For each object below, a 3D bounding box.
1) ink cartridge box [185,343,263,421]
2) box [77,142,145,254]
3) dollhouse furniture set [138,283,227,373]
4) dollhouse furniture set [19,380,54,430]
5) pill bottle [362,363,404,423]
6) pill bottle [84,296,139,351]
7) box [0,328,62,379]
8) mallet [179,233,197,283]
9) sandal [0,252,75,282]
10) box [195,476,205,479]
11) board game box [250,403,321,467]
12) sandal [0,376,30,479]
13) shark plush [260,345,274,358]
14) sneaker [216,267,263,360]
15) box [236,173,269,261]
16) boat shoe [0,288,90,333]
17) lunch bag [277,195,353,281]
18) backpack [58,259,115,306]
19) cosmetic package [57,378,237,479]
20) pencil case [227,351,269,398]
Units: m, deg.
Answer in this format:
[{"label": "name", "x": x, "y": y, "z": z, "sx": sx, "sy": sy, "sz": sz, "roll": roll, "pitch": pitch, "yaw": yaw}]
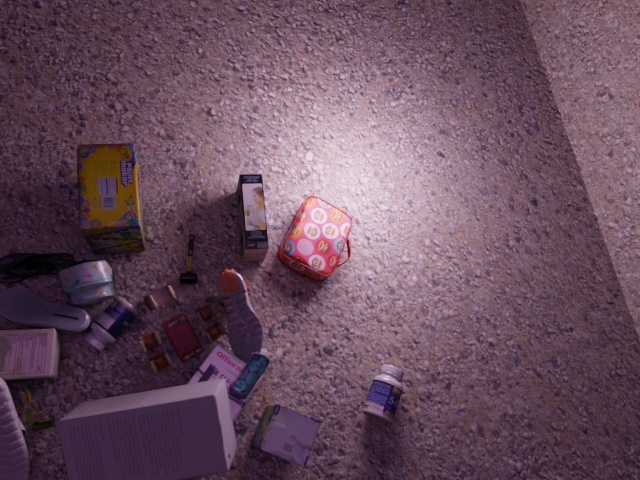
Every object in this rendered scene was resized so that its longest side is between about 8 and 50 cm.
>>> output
[{"label": "ink cartridge box", "x": -0.346, "y": 0.508, "z": 1.703, "sx": 0.197, "sy": 0.114, "sz": 0.272, "roll": 36, "pitch": 65, "yaw": -2}, {"label": "box", "x": -0.696, "y": -0.132, "z": 1.733, "sx": 0.177, "sy": 0.279, "sz": 0.289, "roll": -5, "pitch": 74, "yaw": -17}, {"label": "dollhouse furniture set", "x": -0.493, "y": 0.282, "z": 1.754, "sx": 0.262, "sy": 0.135, "sz": 0.259, "roll": -27, "pitch": 92, "yaw": -22}, {"label": "dollhouse furniture set", "x": -0.857, "y": 0.499, "z": 1.565, "sx": 0.059, "sy": 0.076, "sz": 0.151, "roll": -11, "pitch": 104, "yaw": -16}, {"label": "pill bottle", "x": 0.232, "y": 0.547, "z": 1.853, "sx": 0.112, "sy": 0.112, "sz": 0.186, "roll": 26, "pitch": 68, "yaw": -6}, {"label": "pill bottle", "x": -0.688, "y": 0.277, "z": 1.697, "sx": 0.094, "sy": 0.094, "sz": 0.169, "roll": 38, "pitch": 67, "yaw": -1}, {"label": "box", "x": -0.933, "y": 0.355, "z": 1.584, "sx": 0.233, "sy": 0.127, "sz": 0.148, "roll": 1, "pitch": 71, "yaw": -16}, {"label": "mallet", "x": -0.462, "y": 0.068, "z": 1.866, "sx": 0.062, "sy": 0.039, "sz": 0.189, "roll": 11, "pitch": 65, "yaw": -12}, {"label": "sandal", "x": -0.955, "y": 0.078, "z": 1.711, "sx": 0.255, "sy": 0.054, "sz": 0.097, "roll": -9, "pitch": 75, "yaw": -18}, {"label": "box", "x": -0.326, "y": 0.903, "z": 1.602, "sx": 0.063, "sy": 0.067, "sz": 0.324, "roll": -23, "pitch": 78, "yaw": -22}, {"label": "board game box", "x": -0.117, "y": 0.615, "z": 1.643, "sx": 0.144, "sy": 0.275, "sz": 0.142, "roll": 25, "pitch": 67, "yaw": -6}, {"label": "sandal", "x": -0.939, "y": 0.587, "z": 1.507, "sx": 0.170, "sy": 0.102, "sz": 0.416, "roll": -2, "pitch": 94, "yaw": -17}, {"label": "shark plush", "x": -0.240, "y": 0.370, "z": 1.831, "sx": 0.161, "sy": 0.073, "sz": 0.067, "roll": 35, "pitch": 44, "yaw": 20}, {"label": "sneaker", "x": -0.269, "y": 0.246, "z": 1.791, "sx": 0.125, "sy": 0.180, "sz": 0.321, "roll": -12, "pitch": 93, "yaw": -4}, {"label": "box", "x": -0.253, "y": -0.082, "z": 1.902, "sx": 0.087, "sy": 0.169, "sz": 0.289, "roll": -2, "pitch": 74, "yaw": -14}, {"label": "boat shoe", "x": -0.889, "y": 0.242, "z": 1.650, "sx": 0.303, "sy": 0.094, "sz": 0.109, "roll": 18, "pitch": 54, "yaw": -3}, {"label": "lunch bag", "x": 0.000, "y": 0.000, "z": 1.969, "sx": 0.258, "sy": 0.120, "sz": 0.293, "roll": 28, "pitch": 66, "yaw": -6}, {"label": "backpack", "x": -0.755, "y": 0.135, "z": 1.675, "sx": 0.166, "sy": 0.188, "sz": 0.144, "roll": -13, "pitch": 76, "yaw": -20}, {"label": "cosmetic package", "x": -0.495, "y": 0.570, "z": 1.516, "sx": 0.454, "sy": 0.161, "sz": 0.230, "roll": -9, "pitch": 93, "yaw": 1}, {"label": "pencil case", "x": -0.230, "y": 0.433, "z": 1.665, "sx": 0.070, "sy": 0.064, "sz": 0.151, "roll": 41, "pitch": 64, "yaw": -18}]
